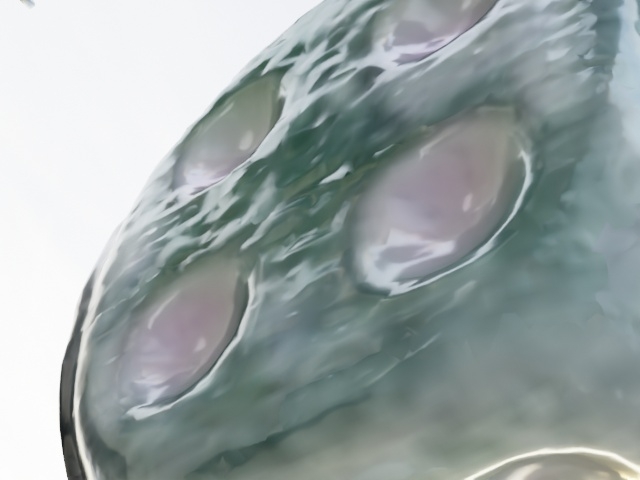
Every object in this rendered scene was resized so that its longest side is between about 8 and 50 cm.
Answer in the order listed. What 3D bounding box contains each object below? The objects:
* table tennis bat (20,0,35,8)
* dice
[{"bbox_3d":[-0.395,-0.337,1.344,0.100,0.019,0.155,50,0,-45],"label":"table tennis bat"},{"bbox_3d":[0.091,0.060,0.583,0.348,0.327,0.330,-27,-54,29],"label":"dice"}]
